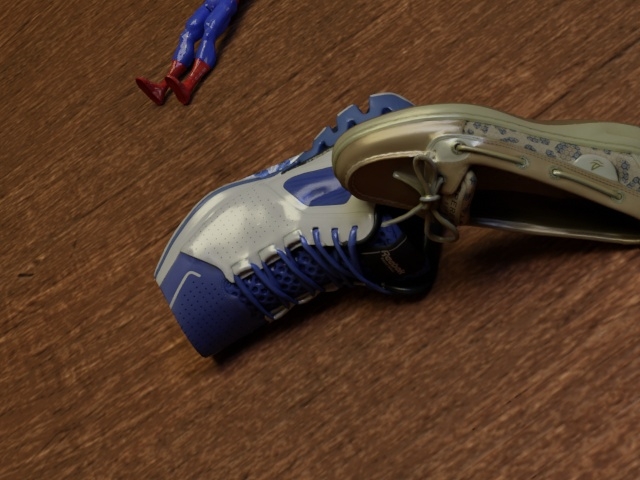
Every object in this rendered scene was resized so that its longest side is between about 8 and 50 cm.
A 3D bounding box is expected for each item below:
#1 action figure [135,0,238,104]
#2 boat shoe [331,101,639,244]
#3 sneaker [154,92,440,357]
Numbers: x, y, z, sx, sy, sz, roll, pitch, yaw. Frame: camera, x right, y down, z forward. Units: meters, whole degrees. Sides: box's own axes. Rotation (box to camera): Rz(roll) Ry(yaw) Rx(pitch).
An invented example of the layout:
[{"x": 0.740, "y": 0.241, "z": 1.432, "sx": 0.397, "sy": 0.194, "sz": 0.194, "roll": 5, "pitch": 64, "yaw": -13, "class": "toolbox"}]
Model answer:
[{"x": -0.151, "y": -0.320, "z": 1.720, "sx": 0.091, "sy": 0.139, "sz": 0.280, "roll": 5, "pitch": 52, "yaw": 42, "class": "action figure"}, {"x": 0.149, "y": -0.049, "z": 1.121, "sx": 0.285, "sy": 0.105, "sz": 0.089, "roll": 1, "pitch": 57, "yaw": 6, "class": "boat shoe"}, {"x": 0.001, "y": -0.001, "z": 1.246, "sx": 0.315, "sy": 0.127, "sz": 0.182, "roll": -38, "pitch": 34, "yaw": -2, "class": "sneaker"}]
